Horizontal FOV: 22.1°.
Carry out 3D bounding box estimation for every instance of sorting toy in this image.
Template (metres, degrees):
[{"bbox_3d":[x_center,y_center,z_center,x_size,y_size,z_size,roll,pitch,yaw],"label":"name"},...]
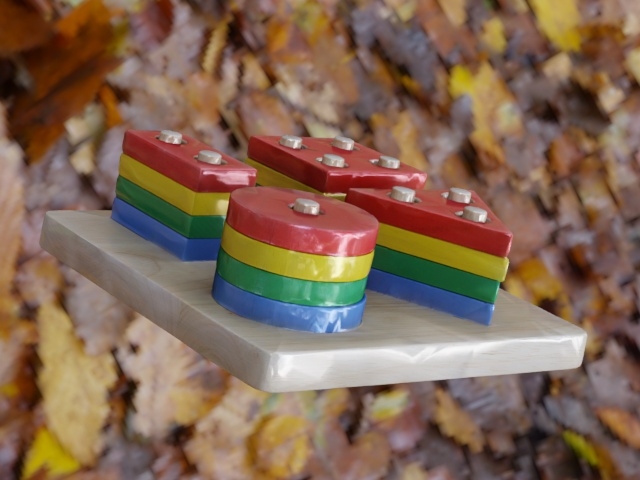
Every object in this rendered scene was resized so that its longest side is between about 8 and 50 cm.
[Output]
[{"bbox_3d":[0.000,0.000,1.033,0.257,0.255,0.089,0,109,-39],"label":"sorting toy"}]
